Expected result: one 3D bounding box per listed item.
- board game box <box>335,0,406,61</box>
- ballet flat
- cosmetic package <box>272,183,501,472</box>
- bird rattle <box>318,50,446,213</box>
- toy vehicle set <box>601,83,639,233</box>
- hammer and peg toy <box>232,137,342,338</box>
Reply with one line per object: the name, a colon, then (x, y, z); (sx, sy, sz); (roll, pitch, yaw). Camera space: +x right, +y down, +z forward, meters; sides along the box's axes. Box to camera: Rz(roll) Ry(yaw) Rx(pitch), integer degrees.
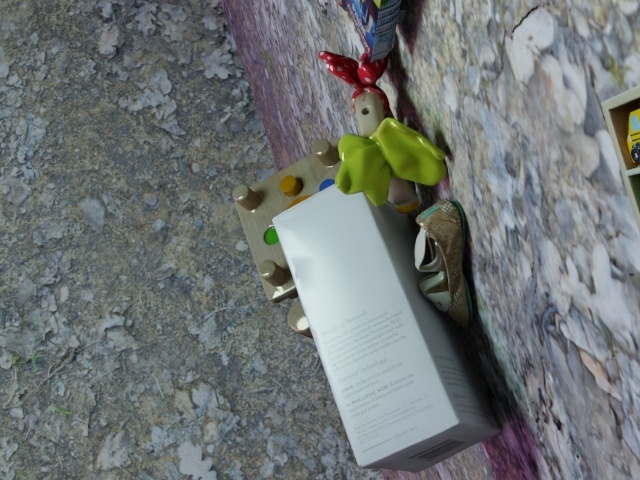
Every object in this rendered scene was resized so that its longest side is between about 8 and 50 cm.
board game box: (0.059, -0.337, 1.066); (0.194, 0.060, 0.194); (92, 159, -70)
ballet flat: (0.161, 0.038, 1.132); (0.073, 0.067, 0.206); (-122, 16, -58)
cosmetic package: (0.094, 0.120, 1.210); (0.217, 0.156, 0.385); (31, -147, -58)
bird rattle: (0.075, -0.145, 1.161); (0.207, 0.143, 0.253); (56, -169, -53)
toy vehicle set: (0.254, -0.029, 0.465); (0.267, 0.035, 0.166); (160, 93, -82)
hammer and peg toy: (0.000, 0.000, 1.575); (0.127, 0.266, 0.361); (44, -161, -56)
